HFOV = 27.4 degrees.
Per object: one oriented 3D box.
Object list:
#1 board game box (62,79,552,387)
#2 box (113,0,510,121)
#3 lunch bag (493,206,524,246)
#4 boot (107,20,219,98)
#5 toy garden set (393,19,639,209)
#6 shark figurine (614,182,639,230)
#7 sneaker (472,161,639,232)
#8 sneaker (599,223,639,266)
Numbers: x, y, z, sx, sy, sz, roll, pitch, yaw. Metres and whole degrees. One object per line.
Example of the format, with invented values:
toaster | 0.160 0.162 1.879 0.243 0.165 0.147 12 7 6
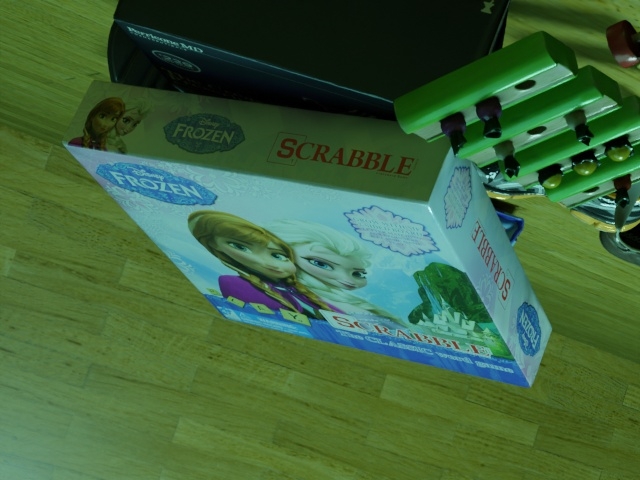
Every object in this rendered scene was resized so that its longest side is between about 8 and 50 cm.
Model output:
board game box | 0.000 0.000 1.074 0.318 0.066 0.318 10 155 29
box | 0.001 -0.148 0.985 0.261 0.103 0.184 18 172 8
lunch bag | 0.117 -0.026 1.832 0.293 0.138 0.221 27 178 4
boot | -0.110 -0.124 1.383 0.367 0.146 0.445 44 177 -22
toy garden set | 0.199 -0.075 0.852 0.203 0.049 0.244 -23 156 31
shark figurine | 0.379 -0.034 1.058 0.278 0.166 0.116 35 150 4
sneaker | 0.214 -0.074 1.191 0.215 0.084 0.083 16 162 -11
sneaker | 0.409 0.018 1.494 0.188 0.066 0.071 17 174 8
